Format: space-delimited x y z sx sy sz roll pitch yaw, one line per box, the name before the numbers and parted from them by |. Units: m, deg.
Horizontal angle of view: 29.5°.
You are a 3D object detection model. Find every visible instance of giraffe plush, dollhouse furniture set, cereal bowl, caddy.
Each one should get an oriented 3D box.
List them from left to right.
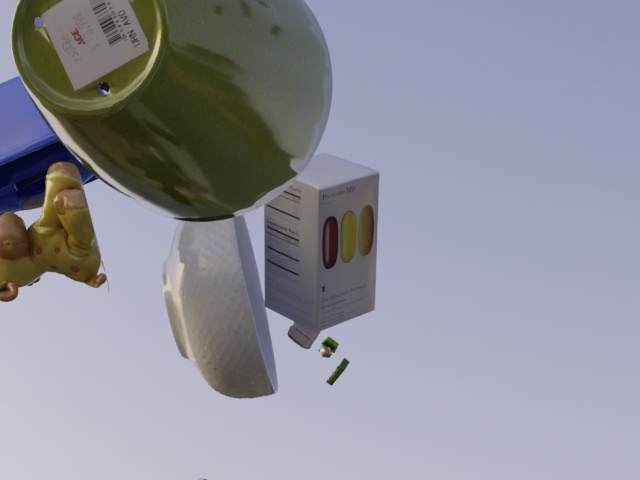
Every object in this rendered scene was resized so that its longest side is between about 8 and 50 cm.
caddy | -0.466 -0.140 1.978 0.341 0.179 0.241 -23 -14 1
giraffe plush | -0.421 0.003 1.812 0.170 0.210 0.181 -15 16 -10
cereal bowl | -0.169 0.100 1.964 0.141 0.339 0.339 -13 -28 1
dollhouse furniture set | -0.014 0.235 2.583 0.151 0.076 0.058 38 -56 0

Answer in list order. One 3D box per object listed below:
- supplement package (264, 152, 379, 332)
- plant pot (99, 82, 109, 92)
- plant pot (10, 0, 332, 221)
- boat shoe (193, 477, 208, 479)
supplement package | 0.000 0.000 1.956 0.139 0.244 0.134 -19 29 -39
plant pot | -0.318 -0.325 1.908 0.167 0.165 0.167 -16 -38 -13
plant pot | -0.153 -0.163 1.104 0.274 0.275 0.293 7 -1 13
boat shoe | -0.217 0.477 1.913 0.081 0.227 0.079 -18 -55 18
